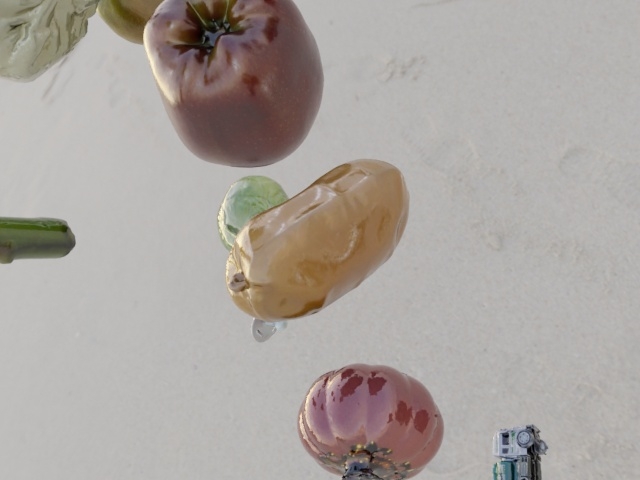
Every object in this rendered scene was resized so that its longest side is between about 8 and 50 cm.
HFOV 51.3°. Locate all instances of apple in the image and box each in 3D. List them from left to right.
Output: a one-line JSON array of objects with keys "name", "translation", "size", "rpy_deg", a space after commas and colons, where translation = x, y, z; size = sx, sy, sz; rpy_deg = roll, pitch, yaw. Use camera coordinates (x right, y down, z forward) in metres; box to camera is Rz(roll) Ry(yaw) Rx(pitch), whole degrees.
[{"name": "apple", "translation": [-0.135, -0.274, 1.088], "size": [0.288, 0.317, 0.288], "rpy_deg": [-2, 73, 8]}]

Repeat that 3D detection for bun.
[{"name": "bun", "translation": [-0.320, -0.276, 0.685], "size": [0.133, 0.231, 0.231], "rpy_deg": [21, 76, 42]}]

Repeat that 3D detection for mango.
[{"name": "mango", "translation": [-0.338, -0.431, 1.226], "size": [0.099, 0.136, 0.227], "rpy_deg": [-7, 8, 22]}]

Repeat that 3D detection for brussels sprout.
[{"name": "brussels sprout", "translation": [-0.171, -0.054, 1.771], "size": [0.244, 0.244, 0.244], "rpy_deg": [-33, 37, 29]}]

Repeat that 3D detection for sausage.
[{"name": "sausage", "translation": [0.000, 0.000, 0.736], "size": [0.241, 0.136, 0.120], "rpy_deg": [-35, 47, -27]}]

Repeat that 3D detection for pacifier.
[{"name": "pacifier", "translation": [-0.098, 0.170, 1.381], "size": [0.078, 0.081, 0.099], "rpy_deg": [8, 62, 39]}]

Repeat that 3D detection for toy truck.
[{"name": "toy truck", "translation": [0.165, 0.199, 0.559], "size": [0.044, 0.039, 0.083], "rpy_deg": [-15, 55, 36]}]

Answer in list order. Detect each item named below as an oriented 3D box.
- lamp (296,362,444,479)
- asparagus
[{"name": "lamp", "translation": [0.060, 0.234, 0.817], "size": [0.182, 0.182, 0.140], "rpy_deg": [-28, 39, 34]}, {"name": "asparagus", "translation": [-0.442, -0.005, 0.858], "size": [0.060, 0.277, 0.067], "rpy_deg": [5, 90, 28]}]
